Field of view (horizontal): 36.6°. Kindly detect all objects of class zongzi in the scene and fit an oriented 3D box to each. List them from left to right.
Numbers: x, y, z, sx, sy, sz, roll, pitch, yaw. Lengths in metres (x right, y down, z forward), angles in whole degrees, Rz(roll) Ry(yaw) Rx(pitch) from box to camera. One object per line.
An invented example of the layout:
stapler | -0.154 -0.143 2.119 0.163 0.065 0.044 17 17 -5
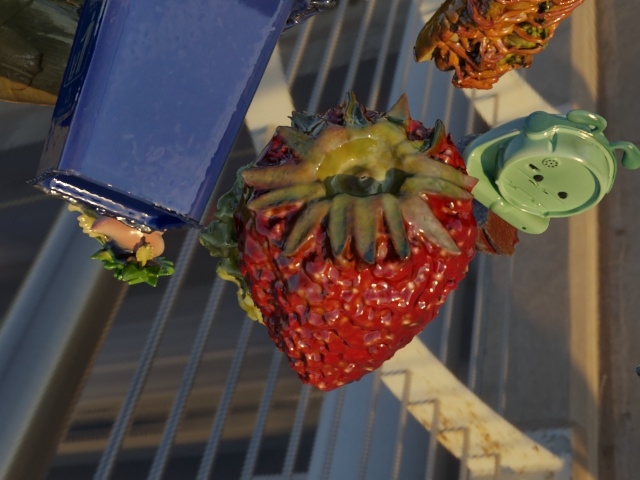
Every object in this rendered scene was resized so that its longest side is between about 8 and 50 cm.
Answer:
zongzi | -0.335 -0.224 0.984 0.300 0.274 0.145 179 105 -81

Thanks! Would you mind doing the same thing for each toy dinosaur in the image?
toy dinosaur | -0.264 -0.029 1.465 0.194 0.177 0.152 -12 40 -31

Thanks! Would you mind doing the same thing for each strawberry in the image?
strawberry | 0.044 0.013 1.118 0.292 0.343 0.292 0 59 1

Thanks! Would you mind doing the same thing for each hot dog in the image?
hot dog | 0.262 -0.316 1.405 0.349 0.158 0.117 141 141 -64

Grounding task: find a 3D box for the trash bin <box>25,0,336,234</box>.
trash bin | -0.114 -0.129 0.754 0.162 0.184 0.234 -6 65 63

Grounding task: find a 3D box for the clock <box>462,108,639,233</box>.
clock | 0.266 -0.085 1.118 0.188 0.148 0.060 -29 37 47

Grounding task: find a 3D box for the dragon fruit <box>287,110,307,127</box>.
dragon fruit | -0.023 -0.167 2.045 0.172 0.172 0.209 -32 51 -1

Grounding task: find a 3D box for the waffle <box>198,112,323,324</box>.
waffle | 0.000 0.000 1.329 0.317 0.297 0.073 -42 2 14

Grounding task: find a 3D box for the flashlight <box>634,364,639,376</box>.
flashlight | 0.529 0.197 1.507 0.083 0.018 0.018 -7 73 -22

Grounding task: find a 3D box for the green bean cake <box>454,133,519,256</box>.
green bean cake | 0.293 -0.084 1.747 0.198 0.097 0.232 7 55 43
